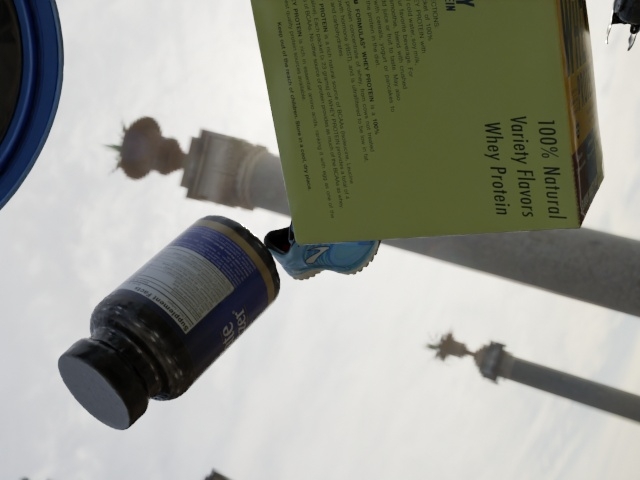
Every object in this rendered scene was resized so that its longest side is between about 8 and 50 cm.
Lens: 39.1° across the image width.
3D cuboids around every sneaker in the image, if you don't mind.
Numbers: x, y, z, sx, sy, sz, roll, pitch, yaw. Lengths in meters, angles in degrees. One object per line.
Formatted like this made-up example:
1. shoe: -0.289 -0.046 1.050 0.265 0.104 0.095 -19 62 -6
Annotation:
1. sneaker: 0.000 0.000 0.969 0.073 0.162 0.063 35 -128 -34
2. sneaker: 0.315 -0.248 0.866 0.170 0.051 0.089 43 -119 -87

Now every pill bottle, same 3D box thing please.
1. pill bottle: -0.149 0.080 0.899 0.219 0.123 0.123 -45 -38 -37

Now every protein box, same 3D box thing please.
1. protein box: 0.081 -0.114 0.637 0.136 0.201 0.200 -38 -59 -60

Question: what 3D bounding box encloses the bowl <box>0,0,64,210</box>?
1. bowl: -0.415 -0.160 0.738 0.391 0.077 0.391 -3 -80 -20
